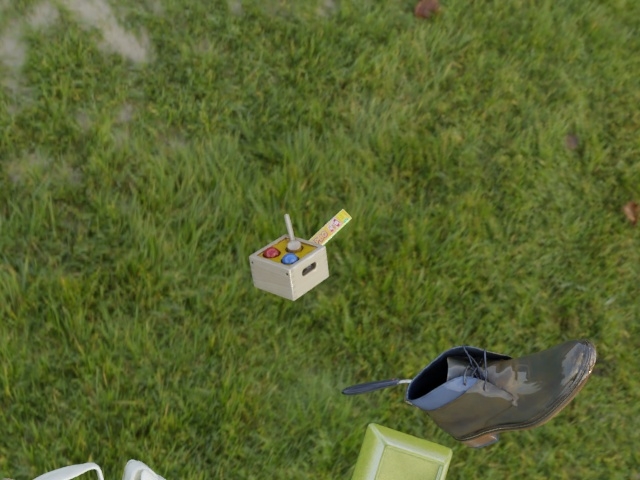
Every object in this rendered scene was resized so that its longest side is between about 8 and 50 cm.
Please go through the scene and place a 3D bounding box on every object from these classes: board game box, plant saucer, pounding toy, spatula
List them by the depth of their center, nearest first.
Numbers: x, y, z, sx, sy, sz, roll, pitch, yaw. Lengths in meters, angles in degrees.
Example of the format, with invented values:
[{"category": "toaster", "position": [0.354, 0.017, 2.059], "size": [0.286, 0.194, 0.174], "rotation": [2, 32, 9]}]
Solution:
[{"category": "plant saucer", "position": [0.156, 0.469, 1.613], "size": [0.188, 0.045, 0.188], "rotation": [21, 80, -14]}, {"category": "pounding toy", "position": [-0.061, 0.030, 1.679], "size": [0.130, 0.100, 0.141], "rotation": [17, 36, 37]}, {"category": "spatula", "position": [0.187, 0.298, 1.731], "size": [0.296, 0.084, 0.030], "rotation": [-6, 93, 14]}, {"category": "board game box", "position": [0.000, 0.000, 1.879], "size": [0.124, 0.259, 0.039], "rotation": [-43, 86, -9]}]

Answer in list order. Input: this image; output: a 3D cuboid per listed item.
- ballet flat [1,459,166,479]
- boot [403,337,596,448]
[{"category": "ballet flat", "position": [-0.279, 0.350, 1.115], "size": [0.316, 0.107, 0.106], "rotation": [7, 89, -33]}, {"category": "boot", "position": [0.191, 0.156, 0.921], "size": [0.106, 0.219, 0.082], "rotation": [29, 41, -18]}]
